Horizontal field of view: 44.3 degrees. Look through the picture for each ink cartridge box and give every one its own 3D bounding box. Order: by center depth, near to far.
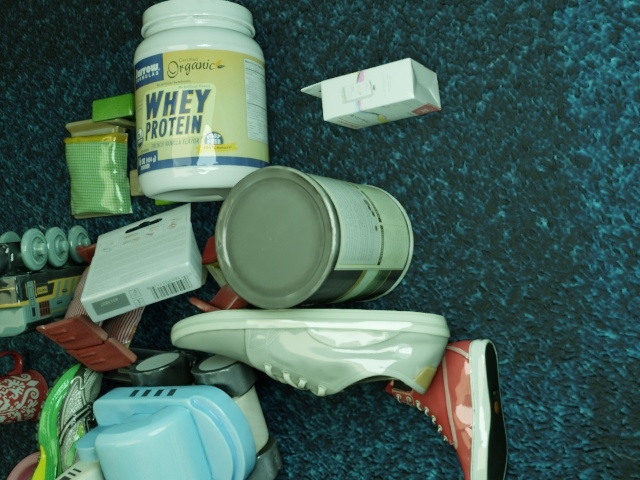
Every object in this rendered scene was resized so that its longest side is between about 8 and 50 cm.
[{"bbox_3d":[0.080,-0.228,1.271,0.198,0.115,0.067,-8,84,30],"label":"ink cartridge box"},{"bbox_3d":[-0.300,0.034,1.352,0.189,0.232,0.066,-19,114,2],"label":"ink cartridge box"}]

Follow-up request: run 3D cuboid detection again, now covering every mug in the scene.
[{"bbox_3d":[-0.681,0.320,1.648,0.113,0.169,0.150,-40,71,23],"label":"mug"}]

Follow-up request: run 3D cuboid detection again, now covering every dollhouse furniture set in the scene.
[{"bbox_3d":[-0.291,0.083,1.397,0.374,0.152,0.201,-17,42,28],"label":"dollhouse furniture set"},{"bbox_3d":[-0.428,-0.154,1.533,0.302,0.151,0.197,-4,86,29],"label":"dollhouse furniture set"}]

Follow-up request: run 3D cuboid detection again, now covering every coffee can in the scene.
[{"bbox_3d":[0.000,0.000,1.215,0.202,0.275,0.201,-1,88,30],"label":"coffee can"}]

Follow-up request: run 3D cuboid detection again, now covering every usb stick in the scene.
[{"bbox_3d":[-0.349,0.244,1.536,0.278,0.045,0.077,1,83,30],"label":"usb stick"}]

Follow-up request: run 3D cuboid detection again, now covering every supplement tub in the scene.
[{"bbox_3d":[-0.207,-0.235,1.369,0.228,0.228,0.316,-5,86,29],"label":"supplement tub"}]

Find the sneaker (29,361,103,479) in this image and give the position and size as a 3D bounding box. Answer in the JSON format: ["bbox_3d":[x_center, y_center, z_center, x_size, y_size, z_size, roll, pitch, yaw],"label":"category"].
[{"bbox_3d":[-0.449,0.396,1.486,0.146,0.134,0.343,1,73,9],"label":"sneaker"}]

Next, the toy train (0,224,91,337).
[{"bbox_3d":[-0.538,0.072,1.495,0.142,0.334,0.190,-5,92,9],"label":"toy train"}]

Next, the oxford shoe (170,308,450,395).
[{"bbox_3d":[-0.028,0.172,1.207,0.449,0.169,0.130,0,81,17],"label":"oxford shoe"}]

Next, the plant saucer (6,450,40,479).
[{"bbox_3d":[-0.515,0.587,1.595,0.332,0.084,0.332,-2,86,30],"label":"plant saucer"}]

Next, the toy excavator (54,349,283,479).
[{"bbox_3d":[-0.343,0.366,1.275,0.433,0.445,0.222,-8,102,30],"label":"toy excavator"}]

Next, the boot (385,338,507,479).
[{"bbox_3d":[0.188,0.280,1.212,0.176,0.088,0.244,-10,75,29],"label":"boot"}]
